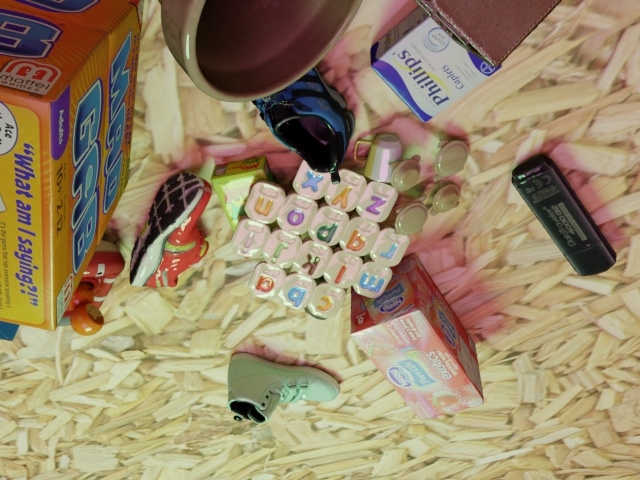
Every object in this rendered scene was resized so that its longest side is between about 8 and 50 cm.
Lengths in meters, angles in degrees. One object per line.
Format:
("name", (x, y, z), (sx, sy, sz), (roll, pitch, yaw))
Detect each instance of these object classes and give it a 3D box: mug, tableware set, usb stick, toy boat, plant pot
("mug", (0.096, -0.135, 1.025), (0.078, 0.062, 0.064), (1, 123, -7))
("tableware set", (0.178, -0.086, 1.048), (0.141, 0.020, 0.168), (-20, 130, -18))
("usb stick", (0.419, -0.035, 1.096), (0.077, 0.045, 0.278), (-26, 124, 32))
("toy boat", (-0.441, 0.106, 1.179), (0.151, 0.151, 0.231), (-5, 145, -44))
("plant pot", (-0.108, -0.330, 0.743), (0.229, 0.263, 0.263), (47, 129, 19))

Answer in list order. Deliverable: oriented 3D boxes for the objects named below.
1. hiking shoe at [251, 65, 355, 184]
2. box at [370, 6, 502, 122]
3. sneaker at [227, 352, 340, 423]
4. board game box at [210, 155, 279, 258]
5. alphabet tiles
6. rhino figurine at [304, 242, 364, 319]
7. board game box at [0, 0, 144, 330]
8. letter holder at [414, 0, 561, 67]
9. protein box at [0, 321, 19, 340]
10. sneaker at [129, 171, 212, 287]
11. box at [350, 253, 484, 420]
("hiking shoe", (-0.054, -0.223, 0.911), (0.113, 0.132, 0.304), (-34, 120, 28))
("box", (0.161, -0.259, 0.906), (0.137, 0.072, 0.126), (-35, 119, 29))
("sneaker", (-0.081, 0.343, 1.378), (0.256, 0.151, 0.094), (15, 128, -10))
("board game box", (-0.114, -0.053, 1.116), (0.092, 0.043, 0.181), (-9, 129, 12))
("alphabet tiles", (0.000, 0.000, 1.094), (0.284, 0.021, 0.277), (19, 114, -12))
("rhino figurine", (0.022, 0.050, 1.176), (0.106, 0.073, 0.243), (23, 121, -9))
("board game box", (-0.466, -0.157, 0.848), (0.357, 0.356, 0.356), (13, 129, -7))
("letter holder", (0.211, -0.386, 0.700), (0.214, 0.152, 0.302), (37, 108, -21))
("protein box", (-0.554, 0.025, 1.094), (0.136, 0.201, 0.199), (17, 131, -28))
("sneaker", (-0.248, -0.013, 1.143), (0.119, 0.107, 0.279), (13, 136, -31))
("box", (0.188, 0.194, 1.233), (0.142, 0.154, 0.300), (-23, 126, 21))
